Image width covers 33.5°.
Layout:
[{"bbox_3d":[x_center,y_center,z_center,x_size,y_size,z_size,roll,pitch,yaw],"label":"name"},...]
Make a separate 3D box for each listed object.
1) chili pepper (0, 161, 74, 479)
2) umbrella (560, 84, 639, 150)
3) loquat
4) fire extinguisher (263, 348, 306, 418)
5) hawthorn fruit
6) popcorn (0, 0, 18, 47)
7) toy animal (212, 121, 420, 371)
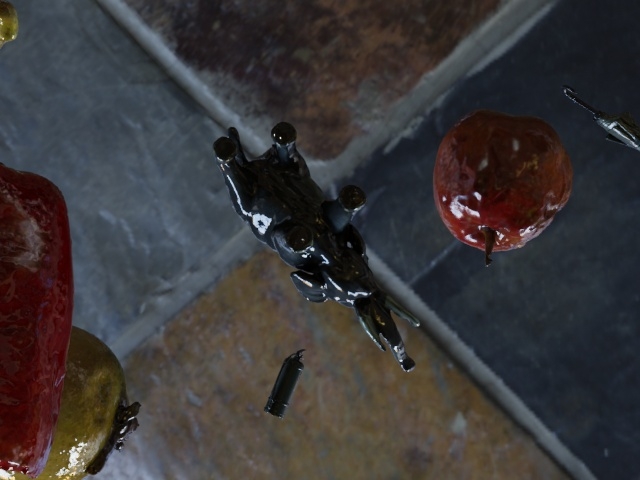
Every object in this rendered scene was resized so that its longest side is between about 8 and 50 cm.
[{"bbox_3d":[-0.257,0.011,0.825,0.135,0.338,0.131,4,162,-12],"label":"chili pepper"},{"bbox_3d":[0.385,-0.101,1.217,0.269,0.044,0.044,40,88,19],"label":"umbrella"},{"bbox_3d":[-0.354,0.220,1.373,0.244,0.244,0.243,5,117,9],"label":"loquat"},{"bbox_3d":[-0.039,0.159,1.207,0.025,0.038,0.083,19,80,26],"label":"fire extinguisher"},{"bbox_3d":[0.255,-0.059,1.543,0.208,0.243,0.207,13,149,8],"label":"hawthorn fruit"},{"bbox_3d":[-0.455,-0.202,1.151,0.254,0.190,0.191,9,82,14],"label":"popcorn"},{"bbox_3d":[0.002,-0.001,0.949,0.082,0.137,0.269,-38,76,-11],"label":"toy animal"}]
